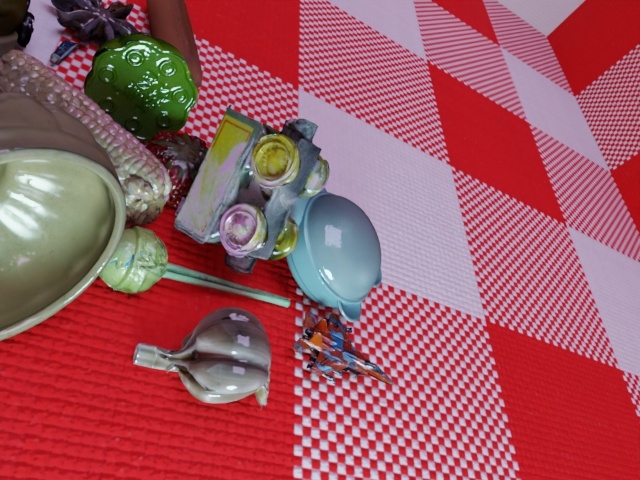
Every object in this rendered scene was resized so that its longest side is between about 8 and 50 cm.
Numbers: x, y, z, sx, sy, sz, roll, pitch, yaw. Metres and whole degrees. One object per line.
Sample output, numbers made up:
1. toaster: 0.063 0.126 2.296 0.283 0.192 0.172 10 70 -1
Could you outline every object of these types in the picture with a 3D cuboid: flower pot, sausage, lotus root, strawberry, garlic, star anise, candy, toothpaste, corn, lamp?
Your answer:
1. flower pot: -0.403 -0.056 0.620 0.244 0.307 0.307 43 38 22
2. sausage: -0.298 -0.411 1.130 0.086 0.086 0.289 6 56 -36
3. lotus root: -0.315 -0.292 0.978 0.186 0.186 0.186 22 46 -25
4. strawberry: -0.235 -0.123 0.953 0.145 0.086 0.145 21 47 -23
5. garlic: -0.156 0.156 0.779 0.194 0.127 0.131 13 51 -6
6. star anise: -0.412 -0.414 1.056 0.205 0.061 0.180 17 48 -29
7. candy: -0.178 0.063 0.867 0.336 0.092 0.093 22 60 -36
8. toothpaste: -0.456 -0.334 0.991 0.027 0.019 0.083 15 43 -7
9. corn: -0.364 -0.157 0.850 0.335 0.126 0.127 46 41 3
10. lamp: 0.009 -0.005 1.007 0.284 0.147 0.209 45 34 -1

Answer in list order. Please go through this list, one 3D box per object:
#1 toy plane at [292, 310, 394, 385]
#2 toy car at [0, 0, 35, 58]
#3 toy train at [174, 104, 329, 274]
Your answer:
1. toy plane: 0.042 0.198 0.942 0.189 0.061 0.130 39 41 -15
2. toy car: -0.541 -0.429 0.859 0.204 0.198 0.247 4 56 -38
3. toy train: -0.105 -0.082 0.876 0.177 0.260 0.134 30 7 22
